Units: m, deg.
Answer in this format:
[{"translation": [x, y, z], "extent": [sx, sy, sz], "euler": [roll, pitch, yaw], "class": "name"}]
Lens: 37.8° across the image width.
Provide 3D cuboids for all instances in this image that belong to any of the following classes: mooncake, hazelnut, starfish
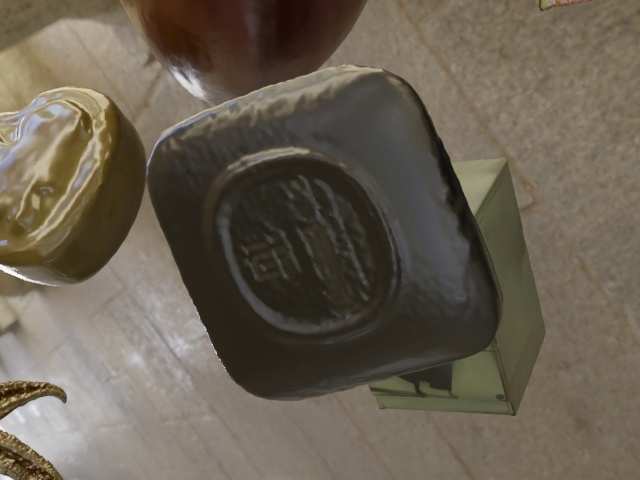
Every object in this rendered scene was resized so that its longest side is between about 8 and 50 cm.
[{"translation": [-0.315, -0.058, 1.064], "extent": [0.235, 0.235, 0.117], "euler": [37, 170, 31], "class": "mooncake"}, {"translation": [-0.075, -0.334, 1.022], "extent": [0.366, 0.366, 0.366], "euler": [40, 152, 26], "class": "hazelnut"}, {"translation": [-0.326, 0.176, 0.826], "extent": [0.238, 0.213, 0.057], "euler": [46, 132, -11], "class": "starfish"}]

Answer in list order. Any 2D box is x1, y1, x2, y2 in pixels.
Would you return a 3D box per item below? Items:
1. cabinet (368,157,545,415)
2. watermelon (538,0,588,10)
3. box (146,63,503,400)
[{"translation": [0.117, 0.050, 0.915], "extent": [0.145, 0.150, 0.206], "euler": [-3, 119, 29], "class": "cabinet"}, {"translation": [0.247, -0.231, 0.716], "extent": [0.163, 0.069, 0.087], "euler": [4, 101, 54], "class": "watermelon"}, {"translation": [0.000, 0.000, 0.614], "extent": [0.042, 0.201, 0.212], "euler": [-49, -61, -71], "class": "box"}]
